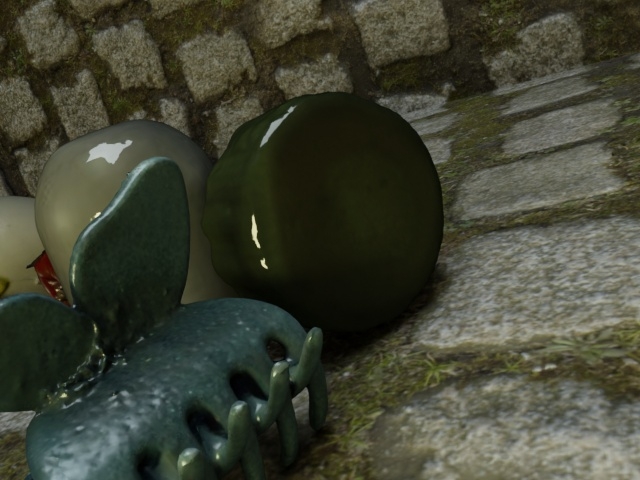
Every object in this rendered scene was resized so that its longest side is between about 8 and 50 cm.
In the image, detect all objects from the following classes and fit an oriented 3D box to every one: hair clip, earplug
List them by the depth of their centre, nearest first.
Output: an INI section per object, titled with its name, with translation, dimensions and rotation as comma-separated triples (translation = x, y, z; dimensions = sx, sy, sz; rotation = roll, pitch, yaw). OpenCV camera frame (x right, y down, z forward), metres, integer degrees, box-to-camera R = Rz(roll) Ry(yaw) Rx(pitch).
[hair clip]
translation = -0.159, 0.164, 0.602
dimensions = 0.238, 0.392, 0.318
rotation = 22, 36, 24
[earplug]
translation = -0.277, 0.003, 0.984
dimensions = 0.313, 0.394, 0.312
rotation = -16, 18, 5

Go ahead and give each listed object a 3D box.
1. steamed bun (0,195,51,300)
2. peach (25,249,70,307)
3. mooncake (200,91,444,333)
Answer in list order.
[steamed bun]
translation = -0.731, 0.047, 1.408
dimensions = 0.334, 0.334, 0.374
rotation = -3, 4, 39
[peach]
translation = -0.396, 0.060, 1.263
dimensions = 0.362, 0.201, 0.258
rotation = -19, -15, -42
[mooncake]
translation = 0.005, -0.041, 0.901
dimensions = 0.356, 0.356, 0.194
rotation = -30, 13, -30
